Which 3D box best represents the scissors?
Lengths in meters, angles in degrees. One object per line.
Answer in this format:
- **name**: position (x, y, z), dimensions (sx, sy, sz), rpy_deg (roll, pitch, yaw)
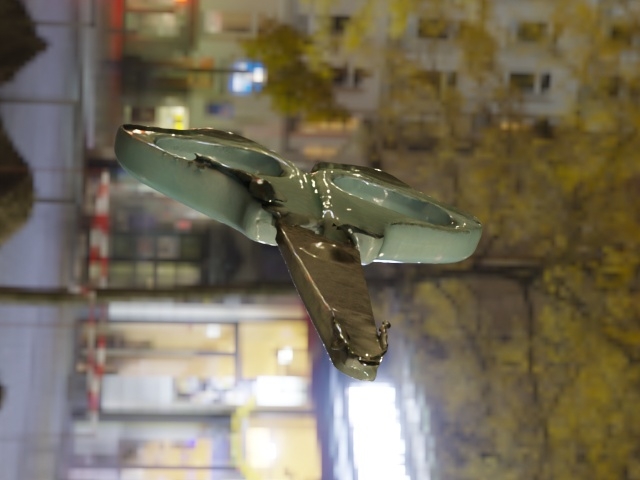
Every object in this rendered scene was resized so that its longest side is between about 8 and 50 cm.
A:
- **scissors**: position (0.000, -0.001, 0.718), dimensions (0.360, 0.191, 0.029), rpy_deg (-114, -140, -78)
